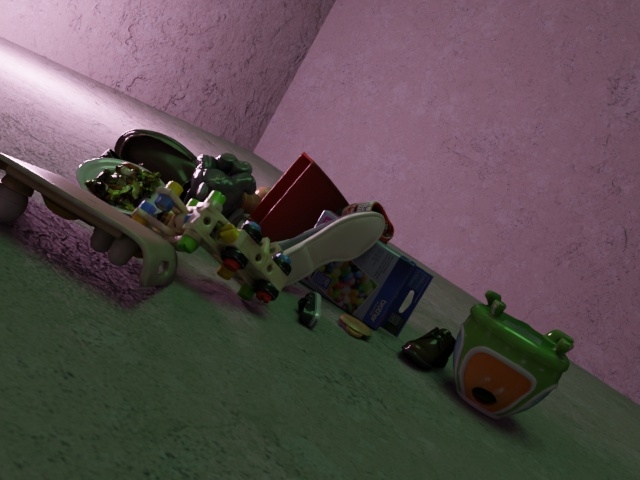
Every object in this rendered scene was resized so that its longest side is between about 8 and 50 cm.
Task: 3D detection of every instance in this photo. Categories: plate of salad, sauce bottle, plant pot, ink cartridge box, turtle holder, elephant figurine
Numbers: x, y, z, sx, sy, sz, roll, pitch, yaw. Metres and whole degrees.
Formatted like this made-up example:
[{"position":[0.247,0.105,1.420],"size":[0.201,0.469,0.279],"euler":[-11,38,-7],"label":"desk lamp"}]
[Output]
[{"position":[-0.409,-0.122,1.333],"size":[0.199,0.048,0.200],"euler":[23,30,-14],"label":"plate of salad"},{"position":[-0.294,-0.035,1.391],"size":[0.128,0.042,0.042],"euler":[24,10,-27],"label":"sauce bottle"},{"position":[-0.034,-0.065,1.798],"size":[0.235,0.267,0.267],"euler":[39,6,-14],"label":"plant pot"},{"position":[0.097,0.082,1.543],"size":[0.311,0.186,0.065],"euler":[32,7,11],"label":"ink cartridge box"},{"position":[0.402,0.256,1.422],"size":[0.243,0.228,0.320],"euler":[28,8,-10],"label":"turtle holder"},{"position":[-0.242,-0.072,1.502],"size":[0.185,0.240,0.169],"euler":[-5,43,-28],"label":"elephant figurine"}]

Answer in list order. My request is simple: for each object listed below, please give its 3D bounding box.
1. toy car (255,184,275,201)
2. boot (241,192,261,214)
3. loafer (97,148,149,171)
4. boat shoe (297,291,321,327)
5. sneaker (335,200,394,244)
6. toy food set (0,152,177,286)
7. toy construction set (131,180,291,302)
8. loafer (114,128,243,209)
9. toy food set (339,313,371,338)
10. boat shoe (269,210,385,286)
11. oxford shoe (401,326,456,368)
[{"position":[-0.184,-0.126,2.172],"size":[0.188,0.149,0.155],"euler":[-2,13,-13],"label":"toy car"},{"position":[-0.332,-0.173,1.953],"size":[0.220,0.109,0.283],"euler":[16,23,-45],"label":"boot"},{"position":[-0.417,-0.136,1.439],"size":[0.219,0.078,0.080],"euler":[30,8,-1],"label":"loafer"},{"position":[-0.025,0.134,1.297],"size":[0.040,0.049,0.142],"euler":[28,11,-10],"label":"boat shoe"},{"position":[0.121,0.033,1.615],"size":[0.144,0.270,0.090],"euler":[-16,-10,43],"label":"sneaker"},{"position":[-0.368,-0.021,0.961],"size":[0.306,0.093,0.220],"euler":[31,-3,0],"label":"toy food set"},{"position":[-0.175,0.019,1.184],"size":[0.214,0.151,0.327],"euler":[5,-19,40],"label":"toy construction set"},{"position":[-0.361,-0.172,1.651],"size":[0.365,0.134,0.130],"euler":[28,8,-15],"label":"loafer"},{"position":[0.078,0.191,1.401],"size":[0.082,0.020,0.083],"euler":[23,10,-42],"label":"toy food set"},{"position":[0.000,0.000,1.454],"size":[0.099,0.319,0.116],"euler":[39,-32,49],"label":"boat shoe"},{"position":[0.254,0.240,1.468],"size":[0.082,0.096,0.227],"euler":[36,12,26],"label":"oxford shoe"}]
